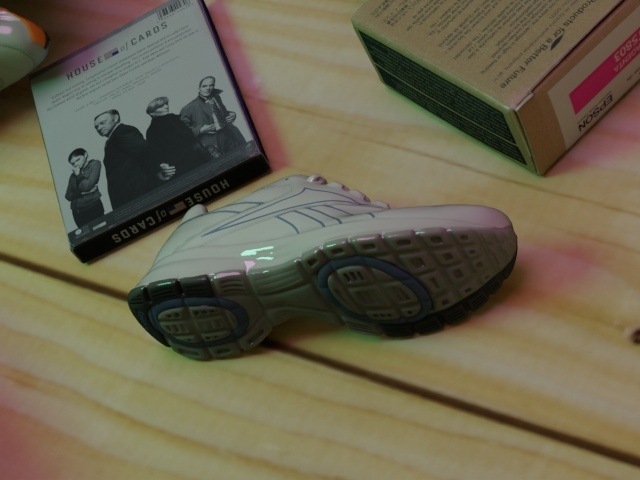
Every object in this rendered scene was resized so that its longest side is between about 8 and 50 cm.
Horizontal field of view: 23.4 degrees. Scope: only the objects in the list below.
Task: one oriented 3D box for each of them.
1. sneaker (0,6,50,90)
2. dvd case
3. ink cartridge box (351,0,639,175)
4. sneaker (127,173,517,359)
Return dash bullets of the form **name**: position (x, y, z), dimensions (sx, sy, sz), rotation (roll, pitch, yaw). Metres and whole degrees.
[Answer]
- **sneaker**: position (-0.353, -0.119, 1.417), dimensions (0.262, 0.099, 0.121), rotation (-21, 57, 28)
- **dvd case**: position (-0.156, -0.105, 1.348), dimensions (0.179, 0.029, 0.239), rotation (-26, 46, 5)
- **ink cartridge box**: position (0.174, -0.188, 1.212), dimensions (0.234, 0.088, 0.193), rotation (-43, 49, -12)
- **sneaker**: position (0.000, 0.000, 1.137), dimensions (0.297, 0.111, 0.129), rotation (-6, 46, 21)
